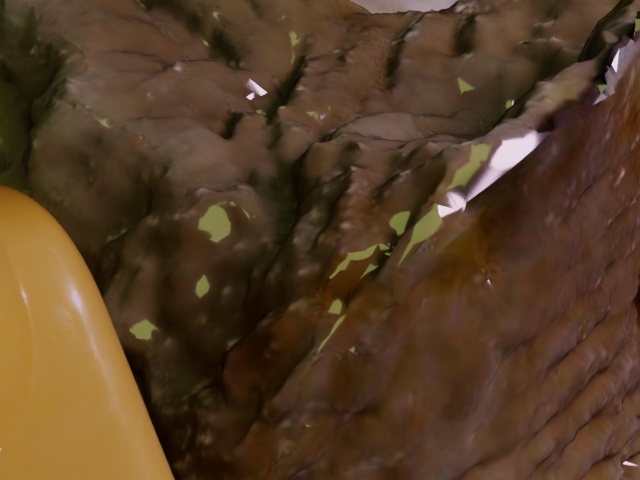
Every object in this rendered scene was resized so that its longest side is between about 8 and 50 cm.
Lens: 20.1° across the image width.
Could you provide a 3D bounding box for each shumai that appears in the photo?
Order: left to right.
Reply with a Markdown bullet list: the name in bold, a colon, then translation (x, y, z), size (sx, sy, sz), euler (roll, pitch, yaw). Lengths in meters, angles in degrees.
- **shumai**: translation (-0.003, 0.000, 0.731), size (0.283, 0.217, 0.346), euler (12, 43, 28)

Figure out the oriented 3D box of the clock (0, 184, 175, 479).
- **clock**: translation (-0.144, 0.119, 0.566), size (0.200, 0.244, 0.317), euler (2, 54, -29)
